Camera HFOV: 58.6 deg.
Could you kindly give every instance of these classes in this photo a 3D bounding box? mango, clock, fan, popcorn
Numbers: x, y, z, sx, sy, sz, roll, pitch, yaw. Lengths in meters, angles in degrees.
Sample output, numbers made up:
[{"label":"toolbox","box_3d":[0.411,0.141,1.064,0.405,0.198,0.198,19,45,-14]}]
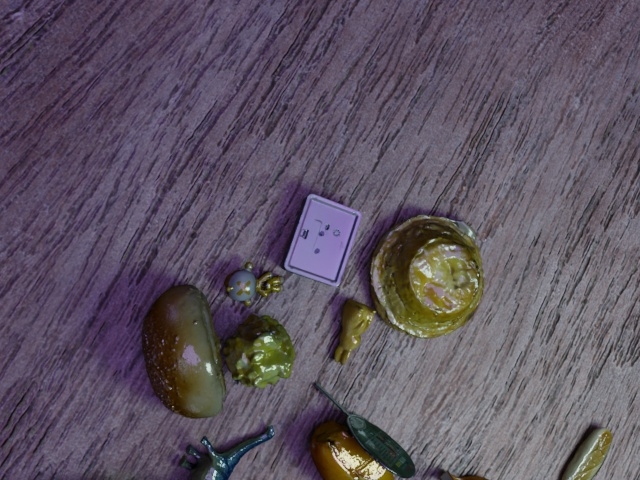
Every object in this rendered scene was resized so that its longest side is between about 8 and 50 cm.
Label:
[{"label":"mango","box_3d":[0.080,0.538,1.367,0.154,0.126,0.252,-42,104,-8]},{"label":"clock","box_3d":[0.000,0.000,1.402,0.150,0.063,0.197,20,83,-12]},{"label":"fan","box_3d":[0.126,0.465,1.375,0.223,0.294,0.012,33,97,-42]},{"label":"popcorn","box_3d":[-0.142,0.264,1.314,0.174,0.143,0.173,25,60,-51]}]

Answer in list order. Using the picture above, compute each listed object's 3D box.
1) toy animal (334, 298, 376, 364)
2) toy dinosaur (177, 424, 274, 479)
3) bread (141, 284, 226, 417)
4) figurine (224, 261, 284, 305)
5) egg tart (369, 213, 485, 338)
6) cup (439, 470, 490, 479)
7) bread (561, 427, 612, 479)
[{"label":"toy animal","box_3d":[0.074,0.231,1.417,0.070,0.083,0.159,12,96,-39]},{"label":"toy dinosaur","box_3d":[-0.263,0.548,1.310,0.147,0.076,0.362,42,75,-15]},{"label":"bread","box_3d":[-0.298,0.257,1.253,0.172,0.192,0.313,-12,90,-15]},{"label":"figurine","box_3d":[-0.159,0.111,1.362,0.143,0.068,0.101,26,89,-28]},{"label":"egg tart","box_3d":[0.284,0.090,1.437,0.342,0.129,0.340,1,86,-12]},{"label":"cup","box_3d":[0.384,0.676,1.376,0.182,0.264,0.226,-39,85,-4]},{"label":"bread","box_3d":[0.724,0.605,1.557,0.073,0.053,0.214,37,83,-5]}]
